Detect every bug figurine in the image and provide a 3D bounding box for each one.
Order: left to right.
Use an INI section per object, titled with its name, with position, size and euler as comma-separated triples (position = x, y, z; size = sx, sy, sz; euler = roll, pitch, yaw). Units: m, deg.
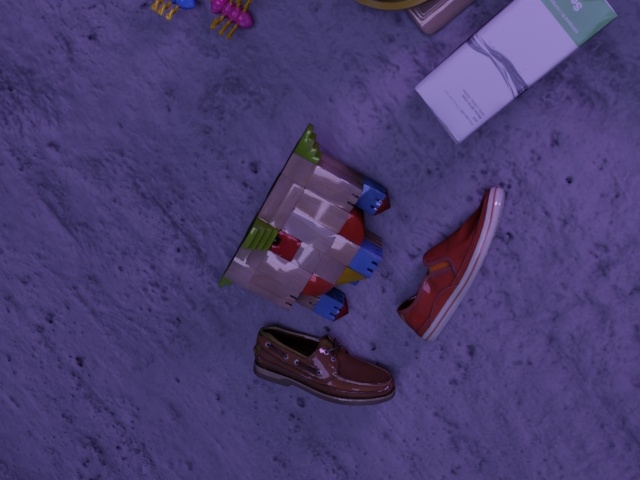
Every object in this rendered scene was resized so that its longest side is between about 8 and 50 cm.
[bug figurine]
position = -0.179, -0.503, 1.234
size = 0.216, 0.072, 0.279
euler = 38, 107, -5

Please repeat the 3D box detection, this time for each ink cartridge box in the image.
[ink cartridge box]
position = 0.304, -0.302, 1.091
size = 0.289, 0.211, 0.121
euler = -39, 94, 21

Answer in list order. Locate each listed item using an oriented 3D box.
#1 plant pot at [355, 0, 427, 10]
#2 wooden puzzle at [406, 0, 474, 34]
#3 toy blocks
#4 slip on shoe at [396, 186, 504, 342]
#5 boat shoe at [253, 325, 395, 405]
[plant pot]
position = 0.101, -0.476, 1.027
size = 0.254, 0.239, 0.254
euler = 7, 114, 16
[wooden puzzle]
position = 0.200, -0.512, 1.152
size = 0.221, 0.044, 0.239
euler = -37, 99, 21
[toy blocks]
position = 0.000, 0.000, 1.299
size = 0.261, 0.191, 0.381
euler = 28, 112, -7
[slip on shoe]
position = 0.244, 0.041, 1.265
size = 0.101, 0.123, 0.331
euler = 30, 116, 9
[boat shoe]
position = 0.005, 0.253, 1.388
size = 0.307, 0.111, 0.104
euler = 9, 109, 12
